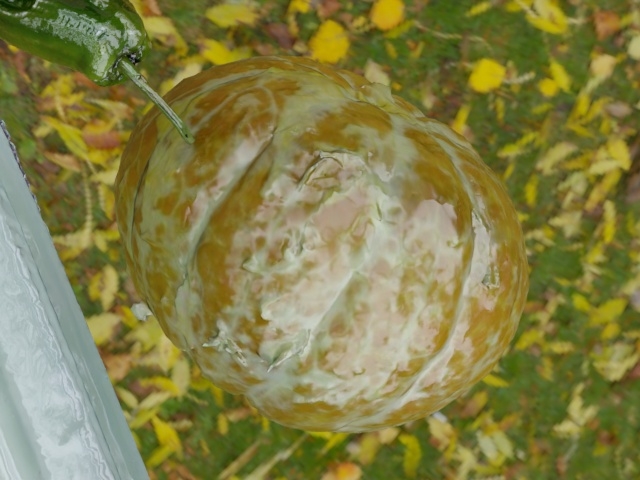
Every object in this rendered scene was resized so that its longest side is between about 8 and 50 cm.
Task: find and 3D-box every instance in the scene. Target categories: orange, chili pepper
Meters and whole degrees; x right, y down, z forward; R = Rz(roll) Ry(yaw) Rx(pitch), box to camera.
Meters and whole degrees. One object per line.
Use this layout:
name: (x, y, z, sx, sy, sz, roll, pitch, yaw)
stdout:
orange: (0.000, 0.000, 1.002, 0.329, 0.329, 0.249, 25, 104, -36)
chili pepper: (-0.162, -0.146, 0.855, 0.072, 0.204, 0.073, -60, 166, 7)

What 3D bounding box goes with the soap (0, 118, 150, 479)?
soap: (-0.150, 0.063, 0.447, 0.150, 0.261, 0.094, -24, 161, -5)
